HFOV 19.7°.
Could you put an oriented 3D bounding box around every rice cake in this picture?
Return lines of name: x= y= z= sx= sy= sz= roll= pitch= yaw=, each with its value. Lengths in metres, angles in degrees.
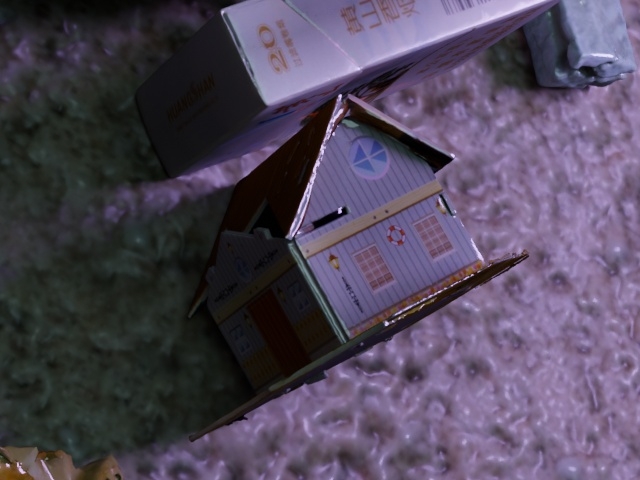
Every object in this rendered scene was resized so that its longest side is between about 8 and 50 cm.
rice cake: x=0.147 y=-0.267 z=1.267 sx=0.066 sy=0.063 sz=0.336 roll=-6 pitch=78 yaw=-35

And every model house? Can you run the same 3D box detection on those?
model house: x=0.000 y=0.000 z=1.044 sx=0.207 sy=0.219 sz=0.136 roll=-25 pitch=83 yaw=-29

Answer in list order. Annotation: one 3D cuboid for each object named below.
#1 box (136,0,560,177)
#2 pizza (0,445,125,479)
box: x=0.019 y=-0.121 z=1.117 sx=0.233 sy=0.149 sz=0.067 roll=-23 pitch=84 yaw=-28
pizza: x=-0.271 y=0.156 z=0.891 sx=0.406 sy=0.130 sz=0.440 roll=12 pitch=102 yaw=-38
